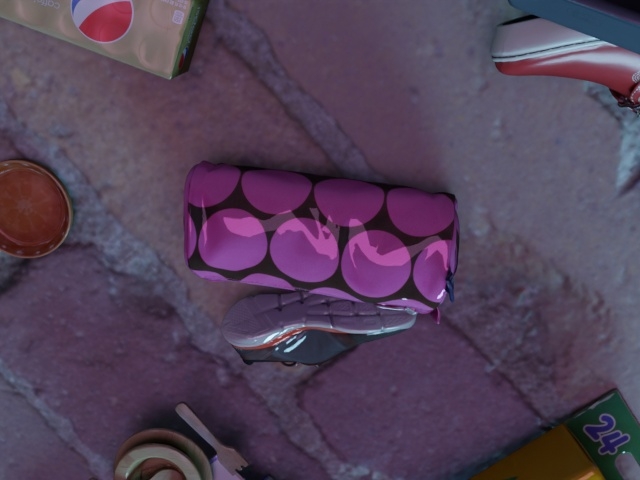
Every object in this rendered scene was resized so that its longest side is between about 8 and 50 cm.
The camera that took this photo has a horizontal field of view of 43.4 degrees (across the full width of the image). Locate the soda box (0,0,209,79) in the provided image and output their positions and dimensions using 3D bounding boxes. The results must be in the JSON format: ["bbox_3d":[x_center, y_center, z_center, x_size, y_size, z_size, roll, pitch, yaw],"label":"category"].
[{"bbox_3d":[-0.178,-0.179,0.583,0.181,0.058,0.061,20,109,-2],"label":"soda box"}]

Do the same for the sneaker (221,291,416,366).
[{"bbox_3d":[0.002,0.071,0.661,0.158,0.061,0.065,-6,135,8],"label":"sneaker"}]

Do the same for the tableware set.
[{"bbox_3d":[-0.100,0.242,0.680,0.128,0.039,0.194,-41,99,14],"label":"tableware set"}]

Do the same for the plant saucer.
[{"bbox_3d":[-0.244,-0.027,0.662,0.083,0.013,0.083,1,108,4],"label":"plant saucer"}]

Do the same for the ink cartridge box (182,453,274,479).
[{"bbox_3d":[-0.096,0.312,0.744,0.206,0.045,0.208,-38,102,14],"label":"ink cartridge box"}]

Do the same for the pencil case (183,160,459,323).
[{"bbox_3d":[0.000,0.000,0.610,0.209,0.095,0.098,9,109,4],"label":"pencil case"}]

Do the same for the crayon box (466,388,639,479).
[{"bbox_3d":[0.171,0.299,0.675,0.323,0.083,0.203,-34,102,5],"label":"crayon box"}]

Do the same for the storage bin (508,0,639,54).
[{"bbox_3d":[0.166,-0.163,0.458,0.135,0.091,0.098,26,92,16],"label":"storage bin"}]

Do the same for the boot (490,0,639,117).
[{"bbox_3d":[0.243,-0.084,0.565,0.244,0.088,0.176,-3,110,2],"label":"boot"}]
